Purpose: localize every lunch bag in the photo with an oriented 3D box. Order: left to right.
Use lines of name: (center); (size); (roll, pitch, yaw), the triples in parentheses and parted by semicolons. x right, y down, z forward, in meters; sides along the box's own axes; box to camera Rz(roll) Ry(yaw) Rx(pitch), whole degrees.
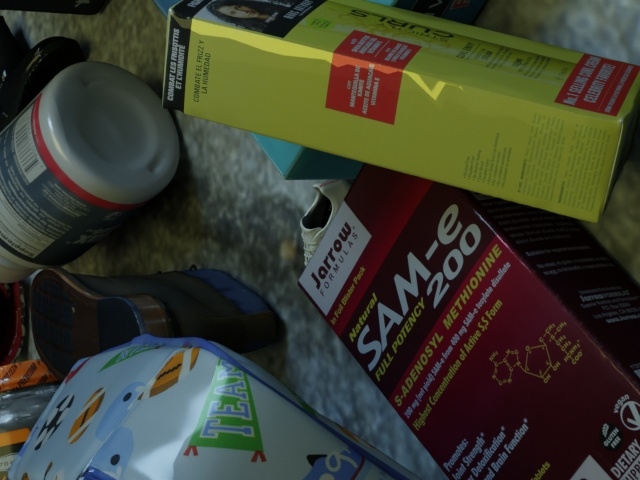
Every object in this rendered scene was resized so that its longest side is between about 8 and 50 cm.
lunch bag: (-0.030, 0.158, 0.764); (0.115, 0.243, 0.303); (-56, 17, -16)

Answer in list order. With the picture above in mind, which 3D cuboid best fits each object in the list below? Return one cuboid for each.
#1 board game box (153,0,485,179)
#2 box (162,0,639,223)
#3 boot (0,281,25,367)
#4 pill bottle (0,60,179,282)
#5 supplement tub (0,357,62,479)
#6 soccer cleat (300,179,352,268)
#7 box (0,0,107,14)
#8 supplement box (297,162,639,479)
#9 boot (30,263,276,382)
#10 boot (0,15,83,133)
board game box: (0.017, -0.242, 0.822); (0.253, 0.079, 0.336); (54, 127, 29)
box: (0.042, -0.077, 0.728); (0.232, 0.087, 0.058); (17, 120, 15)
boot: (-0.320, -0.007, 1.187); (0.179, 0.085, 0.236); (8, 105, 43)
pill bottle: (-0.192, -0.041, 1.033); (0.180, 0.108, 0.108); (-34, 69, 42)
supplement tub: (-0.202, 0.186, 1.054); (0.117, 0.117, 0.190); (-22, 78, 45)
soccer cleat: (0.000, 0.000, 0.889); (0.029, 0.036, 0.083); (32, 115, 40)
box: (-0.280, -0.324, 0.970); (0.183, 0.296, 0.294); (-43, 64, 39)
supplement box: (0.099, 0.055, 0.764); (0.239, 0.073, 0.130); (51, 127, 32)
boot: (-0.123, 0.058, 0.991); (0.219, 0.106, 0.082); (12, 104, 58)
boot: (-0.237, -0.137, 1.120); (0.099, 0.045, 0.121); (57, 130, 30)
